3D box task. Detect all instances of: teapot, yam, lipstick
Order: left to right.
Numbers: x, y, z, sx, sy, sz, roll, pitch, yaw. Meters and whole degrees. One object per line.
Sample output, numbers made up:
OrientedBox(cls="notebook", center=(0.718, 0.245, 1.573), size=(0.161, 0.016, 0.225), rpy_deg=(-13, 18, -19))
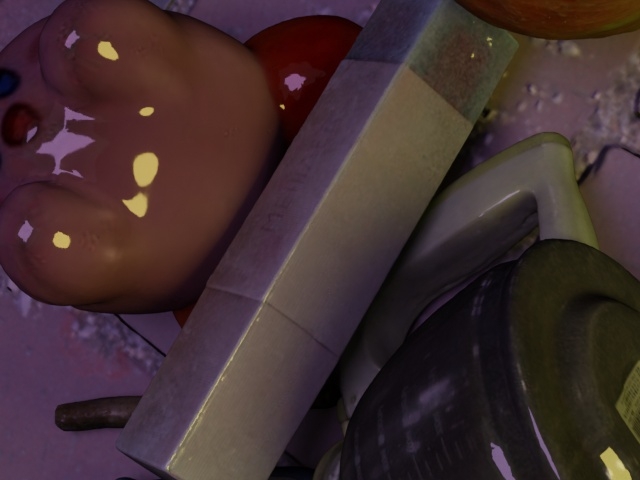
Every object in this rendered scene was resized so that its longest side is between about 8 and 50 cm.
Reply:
OrientedBox(cls="yam", center=(-0.091, 0.124, 1.318), size=(0.234, 0.027, 0.029), rpy_deg=(-6, 51, 25))
OrientedBox(cls="lipstick", center=(0.000, 0.000, 1.197), size=(0.076, 0.080, 0.371), rpy_deg=(13, 69, 55))
OrientedBox(cls="teapot", center=(0.096, 0.112, 1.127), size=(0.239, 0.239, 0.321), rpy_deg=(-31, 76, 31))

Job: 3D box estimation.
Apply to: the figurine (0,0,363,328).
OrientedBox(cls="figurine", center=(-0.131, -0.051, 1.275), size=(0.211, 0.261, 0.269), rpy_deg=(11, 89, 53))

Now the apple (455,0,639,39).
OrientedBox(cls="apple", center=(0.181, -0.272, 1.108), size=(0.309, 0.277, 0.250), rpy_deg=(-30, 75, 6))

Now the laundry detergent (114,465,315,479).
OrientedBox(cls="laundry detergent", center=(-0.089, 0.209, 1.288), size=(0.206, 0.061, 0.096), rpy_deg=(-3, 84, 25))
